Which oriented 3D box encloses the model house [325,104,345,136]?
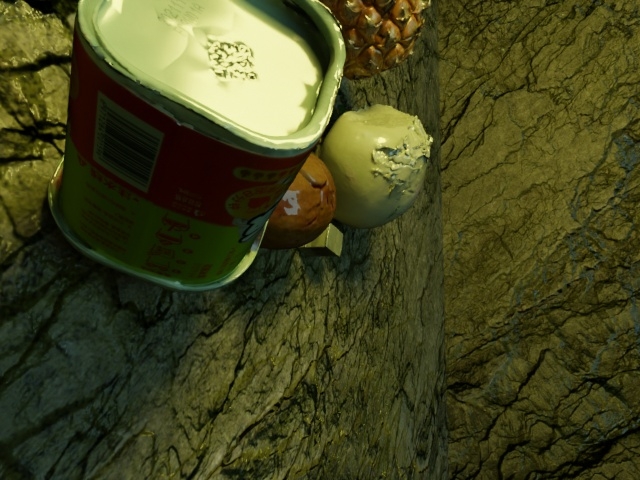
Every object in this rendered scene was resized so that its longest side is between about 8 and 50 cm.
[{"bbox_3d":[0.085,-0.333,1.186,0.167,0.088,0.117,-44,126,-54],"label":"model house"}]

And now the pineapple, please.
[{"bbox_3d":[0.085,-0.566,0.971,0.300,0.352,0.352,63,36,-48],"label":"pineapple"}]

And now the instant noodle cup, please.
[{"bbox_3d":[-0.136,-0.114,0.448,0.294,0.308,0.294,12,64,-25],"label":"instant noodle cup"}]

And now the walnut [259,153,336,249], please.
[{"bbox_3d":[-0.073,-0.074,0.768,0.298,0.203,0.203,-44,125,-63],"label":"walnut"}]

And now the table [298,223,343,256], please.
[{"bbox_3d":[0.000,0.000,1.005,0.079,0.083,0.062,38,56,-54],"label":"table"}]

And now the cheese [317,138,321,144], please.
[{"bbox_3d":[-0.016,-0.290,1.062,0.044,0.030,0.083,-63,140,-75],"label":"cheese"}]

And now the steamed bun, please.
[{"bbox_3d":[0.155,-0.176,1.073,0.334,0.233,0.312,-36,144,-37],"label":"steamed bun"}]
